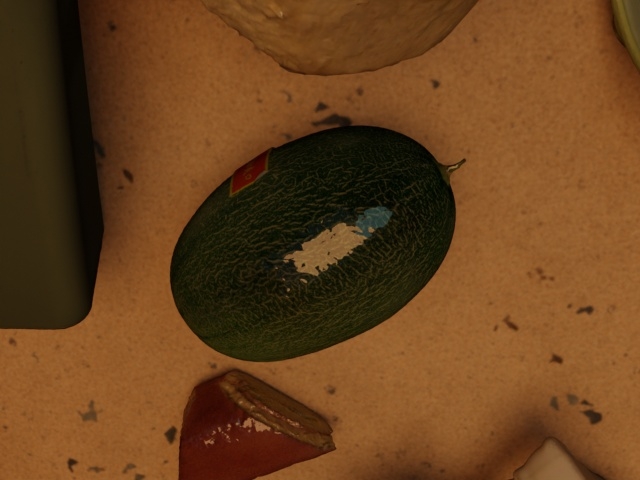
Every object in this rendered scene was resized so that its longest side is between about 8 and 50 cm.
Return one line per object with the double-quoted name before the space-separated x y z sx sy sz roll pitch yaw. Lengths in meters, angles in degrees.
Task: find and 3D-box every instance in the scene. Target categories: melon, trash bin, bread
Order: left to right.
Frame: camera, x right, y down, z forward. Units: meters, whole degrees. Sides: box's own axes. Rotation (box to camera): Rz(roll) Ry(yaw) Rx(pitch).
"trash bin" -0.301 -0.107 0.584 0.222 0.158 0.344 2 127 -10
"bread" -0.094 0.207 0.781 0.192 0.067 0.119 -27 103 12
"melon" 0.000 0.000 0.648 0.287 0.182 0.182 -26 104 14

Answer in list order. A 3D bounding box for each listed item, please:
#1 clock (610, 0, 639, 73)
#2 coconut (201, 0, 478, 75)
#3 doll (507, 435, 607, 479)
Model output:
"clock" 0.314 -0.216 0.506 0.117 0.286 0.349 -13 112 -6
"coconut" 0.016 -0.321 0.413 0.404 0.404 0.405 1 108 5
"doll" 0.152 0.363 0.770 0.348 0.161 0.423 16 117 -18
